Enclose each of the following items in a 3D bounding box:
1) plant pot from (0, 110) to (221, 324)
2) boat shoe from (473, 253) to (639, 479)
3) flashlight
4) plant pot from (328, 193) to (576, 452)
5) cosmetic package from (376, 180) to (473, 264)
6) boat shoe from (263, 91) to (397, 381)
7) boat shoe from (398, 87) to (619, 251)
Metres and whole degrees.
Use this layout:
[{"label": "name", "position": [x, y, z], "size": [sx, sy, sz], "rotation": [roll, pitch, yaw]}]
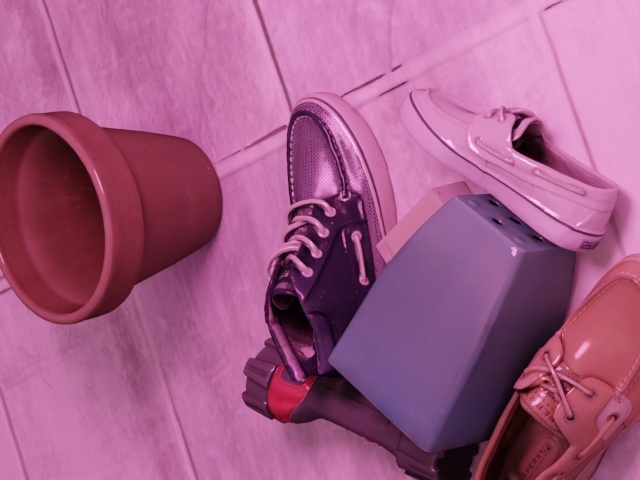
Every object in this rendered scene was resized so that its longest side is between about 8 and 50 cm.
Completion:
[{"label": "plant pot", "position": [-0.257, -0.042, 2.239], "size": [0.263, 0.229, 0.263], "rotation": [13, 109, 43]}, {"label": "boat shoe", "position": [0.262, 0.163, 1.836], "size": [0.121, 0.110, 0.341], "rotation": [44, 128, 30]}, {"label": "flashlight", "position": [0.046, 0.207, 2.090], "size": [0.304, 0.103, 0.103], "rotation": [23, 114, 36]}, {"label": "plant pot", "position": [0.158, 0.075, 1.893], "size": [0.166, 0.165, 0.234], "rotation": [42, 119, 31]}, {"label": "cosmetic package", "position": [0.120, -0.014, 1.979], "size": [0.041, 0.060, 0.115], "rotation": [59, 135, 17]}, {"label": "boat shoe", "position": [0.000, 0.000, 2.034], "size": [0.127, 0.158, 0.340], "rotation": [-22, 84, 46]}, {"label": "boat shoe", "position": [0.196, -0.095, 1.856], "size": [0.267, 0.096, 0.088], "rotation": [42, 123, 30]}]
